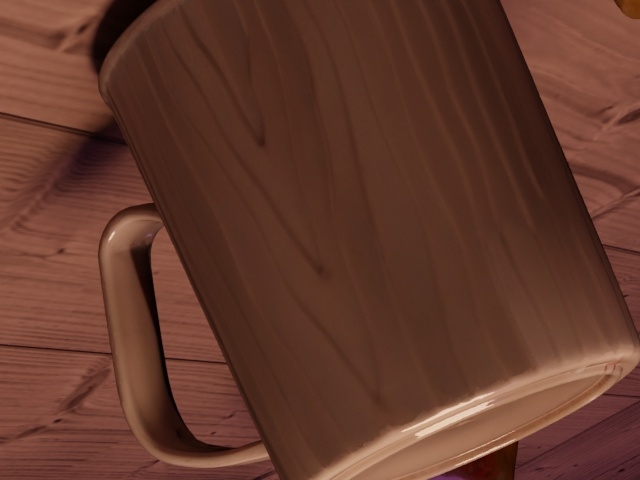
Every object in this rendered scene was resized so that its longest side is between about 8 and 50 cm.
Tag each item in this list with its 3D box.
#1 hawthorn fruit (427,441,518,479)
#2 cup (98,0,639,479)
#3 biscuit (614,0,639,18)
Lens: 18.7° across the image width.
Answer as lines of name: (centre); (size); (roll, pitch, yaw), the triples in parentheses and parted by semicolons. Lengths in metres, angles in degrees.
hawthorn fruit: (0.047, 0.148, 1.589); (0.208, 0.208, 0.248); (-26, 135, 11)
cup: (-0.002, -0.004, 1.037); (0.288, 0.273, 0.208); (-24, 166, 2)
biscuit: (0.233, -0.202, 1.104); (0.202, 0.044, 0.288); (-27, 160, 15)
